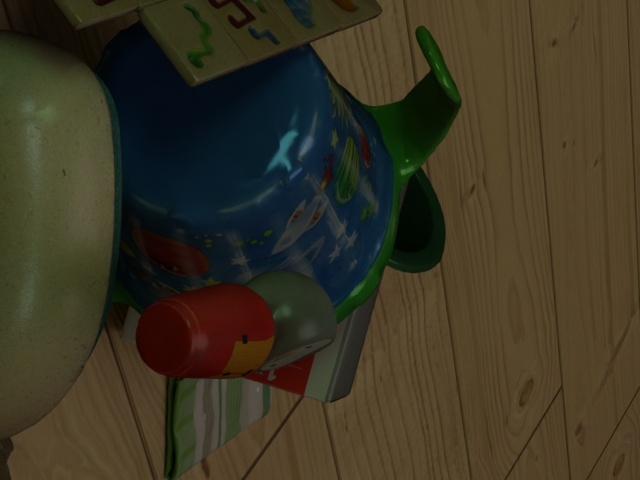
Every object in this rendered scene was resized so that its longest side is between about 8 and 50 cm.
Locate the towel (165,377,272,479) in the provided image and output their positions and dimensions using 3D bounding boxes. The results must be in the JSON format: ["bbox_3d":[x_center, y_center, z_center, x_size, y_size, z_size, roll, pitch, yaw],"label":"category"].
[{"bbox_3d":[-0.086,0.138,1.756,0.152,0.023,0.113,-34,134,-52],"label":"towel"}]

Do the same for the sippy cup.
[{"bbox_3d":[-0.066,-0.057,1.395,0.305,0.240,0.224,-56,165,-12],"label":"sippy cup"}]

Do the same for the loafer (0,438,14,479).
[{"bbox_3d":[-0.251,0.141,1.407,0.050,0.056,0.148,-48,154,-42],"label":"loafer"}]

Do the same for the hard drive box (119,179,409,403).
[{"bbox_3d":[-0.037,-0.007,1.575,0.089,0.181,0.232,0,105,-80],"label":"hard drive box"}]

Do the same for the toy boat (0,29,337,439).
[{"bbox_3d":[-0.147,0.019,1.232,0.148,0.318,0.267,-5,111,-55],"label":"toy boat"}]

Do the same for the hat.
[{"bbox_3d":[0.000,0.000,1.840,0.208,0.183,0.173,50,33,-8],"label":"hat"}]

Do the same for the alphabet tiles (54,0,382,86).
[{"bbox_3d":[-0.101,-0.237,1.282,0.011,0.285,0.342,-42,172,35],"label":"alphabet tiles"}]
